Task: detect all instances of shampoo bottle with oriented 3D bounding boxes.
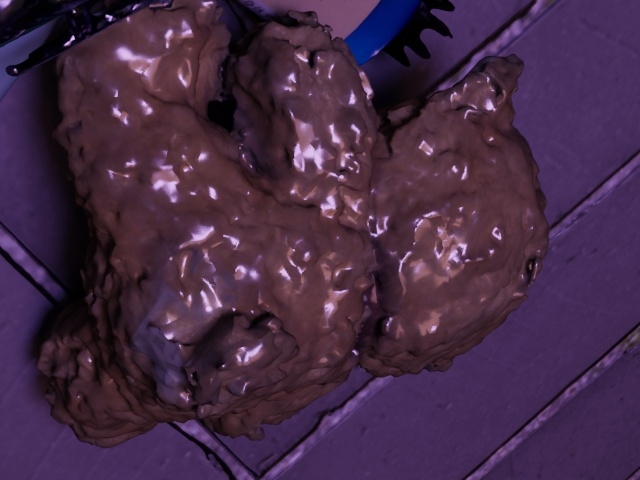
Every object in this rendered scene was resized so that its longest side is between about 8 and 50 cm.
[{"bbox_3d":[-0.004,-0.143,0.540,0.183,0.050,0.087,28,98,-43],"label":"shampoo bottle"}]

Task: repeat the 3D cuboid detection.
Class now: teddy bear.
[{"bbox_3d":[0.000,0.000,0.563,0.256,0.156,0.267,-17,133,-32],"label":"teddy bear"}]

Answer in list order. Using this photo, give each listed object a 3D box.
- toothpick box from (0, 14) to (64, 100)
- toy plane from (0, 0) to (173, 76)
[{"bbox_3d":[-0.146,-0.089,0.477,0.083,0.052,0.052,-51,133,3],"label":"toothpick box"},{"bbox_3d":[-0.023,-0.154,0.396,0.382,0.155,0.106,-32,108,-18],"label":"toy plane"}]
